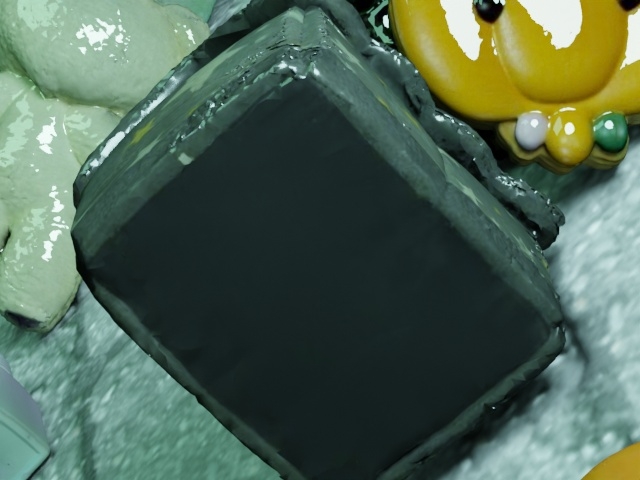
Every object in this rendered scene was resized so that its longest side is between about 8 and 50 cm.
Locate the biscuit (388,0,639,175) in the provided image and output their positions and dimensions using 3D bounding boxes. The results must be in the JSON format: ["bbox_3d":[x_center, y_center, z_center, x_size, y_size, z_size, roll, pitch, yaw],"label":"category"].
[{"bbox_3d":[0.119,-0.115,0.962,0.170,0.170,0.050,-52,-7,-6],"label":"biscuit"}]

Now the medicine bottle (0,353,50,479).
[{"bbox_3d":[-0.233,0.118,1.305,0.055,0.074,0.118,-47,25,6],"label":"medicine bottle"}]

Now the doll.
[{"bbox_3d":[-0.206,-0.072,1.442,0.278,0.175,0.149,-67,12,-4],"label":"doll"}]

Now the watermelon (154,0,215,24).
[{"bbox_3d":[-0.222,-0.202,1.610,0.264,0.302,0.151,-37,-8,27],"label":"watermelon"}]

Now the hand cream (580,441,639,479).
[{"bbox_3d":[0.159,0.179,0.569,0.139,0.089,0.314,-43,30,17],"label":"hand cream"}]

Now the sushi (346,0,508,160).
[{"bbox_3d":[0.053,-0.112,1.101,0.225,0.127,0.124,-10,46,56],"label":"sushi"}]

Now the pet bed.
[{"bbox_3d":[0.000,0.000,0.934,0.183,0.211,0.159,-42,16,18],"label":"pet bed"}]
